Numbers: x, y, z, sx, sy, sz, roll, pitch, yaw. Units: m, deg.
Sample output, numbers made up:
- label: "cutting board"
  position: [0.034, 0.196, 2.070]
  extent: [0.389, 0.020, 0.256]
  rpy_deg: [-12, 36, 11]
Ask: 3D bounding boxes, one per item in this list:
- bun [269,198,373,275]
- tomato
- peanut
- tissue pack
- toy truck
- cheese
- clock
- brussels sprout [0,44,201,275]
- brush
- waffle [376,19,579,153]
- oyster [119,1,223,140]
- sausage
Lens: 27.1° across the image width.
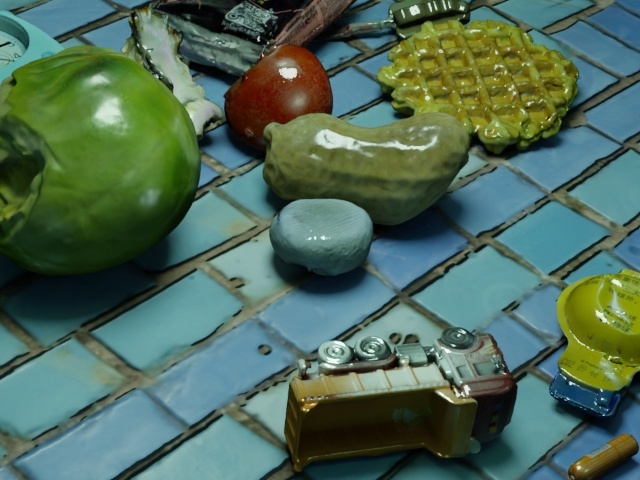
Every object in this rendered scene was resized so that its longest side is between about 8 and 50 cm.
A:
- label: "bun"
  position: [0.000, 0.000, 1.779]
  extent: [0.140, 0.083, 0.141]
  rpy_deg: [3, 30, -2]
- label: "tomato"
  position: [-0.054, -0.208, 1.970]
  extent: [0.167, 0.167, 0.167]
  rpy_deg: [5, 40, -4]
- label: "peanut"
  position: [0.063, -0.101, 1.856]
  extent: [0.291, 0.159, 0.143]
  rpy_deg: [0, -5, 4]
- label: "tissue pack"
  position: [-0.099, -0.385, 2.185]
  extent: [0.245, 0.123, 0.332]
  rpy_deg: [19, 44, 21]
- label: "toy truck"
  position: [0.091, 0.184, 1.549]
  extent: [0.270, 0.114, 0.135]
  rpy_deg: [-5, 38, -16]
- label: "cheese"
  position: [0.376, 0.124, 1.708]
  extent: [0.177, 0.069, 0.270]
  rpy_deg: [23, 45, 17]
- label: "clock"
  position: [-0.519, -0.261, 1.987]
  extent: [0.223, 0.094, 0.274]
  rpy_deg: [-26, 49, -35]
- label: "brussels sprout"
  position: [-0.314, -0.111, 1.706]
  extent: [0.344, 0.268, 0.344]
  rpy_deg: [0, 41, 0]
- label: "brush"
  position: [0.105, -0.364, 2.258]
  extent: [0.300, 0.071, 0.084]
  rpy_deg: [-13, 28, -12]
- label: "waffle"
  position: [0.258, -0.251, 2.125]
  extent: [0.302, 0.068, 0.325]
  rpy_deg: [29, 51, 18]
- label: "oyster"
  position: [-0.220, -0.226, 1.943]
  extent: [0.092, 0.198, 0.260]
  rpy_deg: [-31, 67, 16]
- label: "sausage"
  position: [0.328, 0.261, 1.566]
  extent: [0.107, 0.031, 0.031]
  rpy_deg: [-22, 49, -30]
